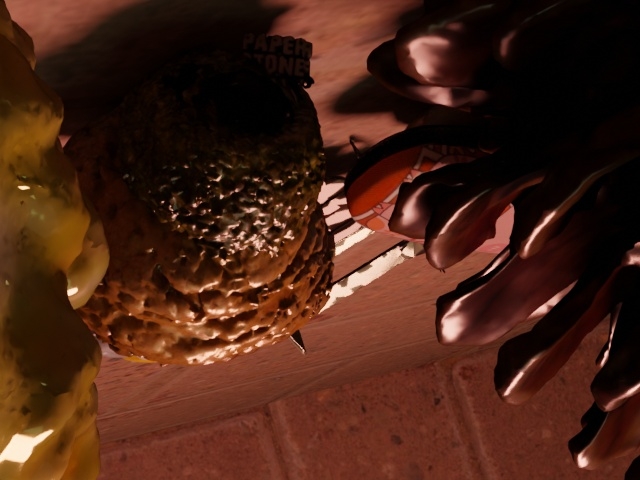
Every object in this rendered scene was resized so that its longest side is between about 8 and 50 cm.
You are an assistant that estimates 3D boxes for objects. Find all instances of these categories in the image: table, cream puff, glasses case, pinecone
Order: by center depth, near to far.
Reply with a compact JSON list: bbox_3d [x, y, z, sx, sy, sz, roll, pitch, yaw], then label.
[{"bbox_3d":[0.224,-0.032,0.660,0.398,0.397,0.398,-16,168,-3],"label":"pinecone"},{"bbox_3d":[-0.062,-0.040,0.713,0.183,0.183,0.169,-9,141,-30],"label":"cream puff"},{"bbox_3d":[0.140,-0.033,0.923,0.267,0.067,0.103,7,152,-32],"label":"glasses case"},{"bbox_3d":[0.000,0.000,1.041,0.146,0.062,0.175,-31,131,9],"label":"table"}]

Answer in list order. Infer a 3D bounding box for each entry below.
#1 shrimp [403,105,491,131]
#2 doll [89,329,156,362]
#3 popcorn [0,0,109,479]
[{"bbox_3d":[0.180,-0.105,0.933,0.254,0.059,0.145,-12,159,4],"label":"shrimp"},{"bbox_3d":[-0.164,0.058,1.106,0.316,0.103,0.145,2,163,-42],"label":"doll"},{"bbox_3d":[-0.214,0.031,0.444,0.312,0.312,0.312,-16,168,-3],"label":"popcorn"}]
